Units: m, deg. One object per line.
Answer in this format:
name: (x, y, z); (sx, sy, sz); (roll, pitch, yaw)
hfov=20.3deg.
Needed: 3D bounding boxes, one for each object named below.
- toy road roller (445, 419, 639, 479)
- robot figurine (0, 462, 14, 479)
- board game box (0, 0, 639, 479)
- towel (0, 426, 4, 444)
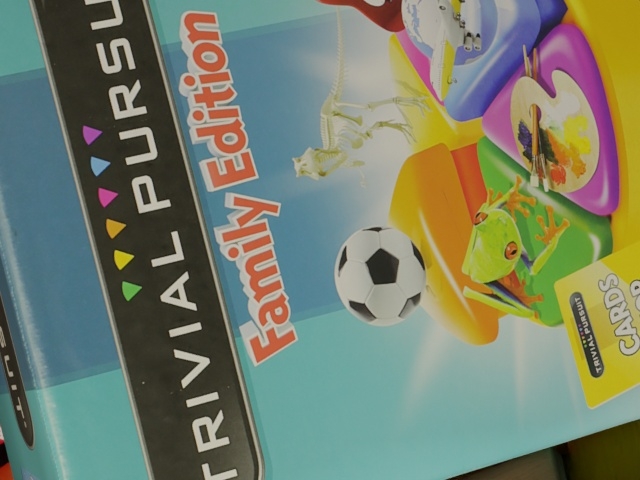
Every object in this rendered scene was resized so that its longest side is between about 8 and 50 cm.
toy road roller: (0.091, 0.183, 0.887); (0.202, 0.329, 0.240); (-22, 107, 10)
robot figurine: (-0.213, 0.215, 0.990); (0.219, 0.128, 0.158); (-43, 160, 22)
board game box: (0.025, -0.033, 0.711); (0.336, 0.079, 0.254); (-14, 89, -24)
towel: (-0.230, 0.052, 0.924); (0.275, 0.031, 0.199); (-25, 127, 11)
